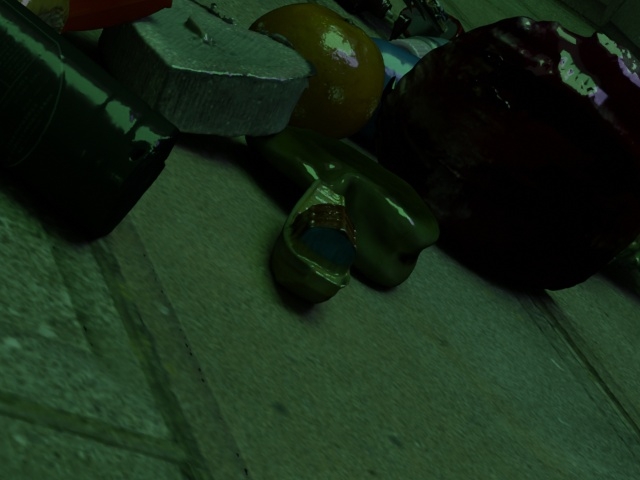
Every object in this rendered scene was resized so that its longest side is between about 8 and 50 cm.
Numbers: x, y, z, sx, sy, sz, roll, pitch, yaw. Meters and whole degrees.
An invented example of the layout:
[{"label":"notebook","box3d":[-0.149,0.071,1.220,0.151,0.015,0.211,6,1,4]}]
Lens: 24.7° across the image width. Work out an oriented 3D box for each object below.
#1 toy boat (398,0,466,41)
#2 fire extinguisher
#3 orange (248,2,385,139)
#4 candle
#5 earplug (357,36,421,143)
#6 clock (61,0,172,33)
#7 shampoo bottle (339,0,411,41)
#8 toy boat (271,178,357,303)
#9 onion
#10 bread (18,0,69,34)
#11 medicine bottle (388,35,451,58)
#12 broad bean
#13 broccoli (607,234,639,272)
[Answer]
[{"label":"toy boat","box3d":[0.125,-0.386,2.253,0.318,0.072,0.219,50,0,-1]},{"label":"fire extinguisher","box3d":[-0.237,-0.137,0.973,0.311,0.114,0.095,37,22,-1]},{"label":"orange","box3d":[-0.006,-0.177,1.492,0.156,0.124,0.156,36,21,-16]},{"label":"candle","box3d":[-0.110,-0.152,1.271,0.192,0.068,0.168,26,28,6]},{"label":"earplug","box3d":[0.122,-0.137,1.656,0.273,0.132,0.132,28,21,-20]},{"label":"clock","box3d":[-0.214,-0.241,1.247,0.113,0.061,0.155,-21,43,-35]},{"label":"shampoo bottle","box3d":[0.039,-0.391,2.191,0.236,0.068,0.067,41,14,12]},{"label":"toy boat","box3d":[0.000,0.000,1.177,0.065,0.066,0.172,33,19,-12]},{"label":"onion","box3d":[0.213,-0.085,1.505,0.314,0.280,0.146,37,33,-5]},{"label":"bread","box3d":[-0.252,-0.196,1.128,0.106,0.082,0.125,35,14,11]},{"label":"medicine bottle","box3d":[0.135,-0.234,1.966,0.083,0.083,0.203,43,18,11]},{"label":"broad bean","box3d":[0.024,-0.048,1.325,0.207,0.072,0.153,48,19,27]},{"label":"broccoli","box3d":[0.398,-0.096,1.884,0.338,0.317,0.277,-7,48,-10]}]
